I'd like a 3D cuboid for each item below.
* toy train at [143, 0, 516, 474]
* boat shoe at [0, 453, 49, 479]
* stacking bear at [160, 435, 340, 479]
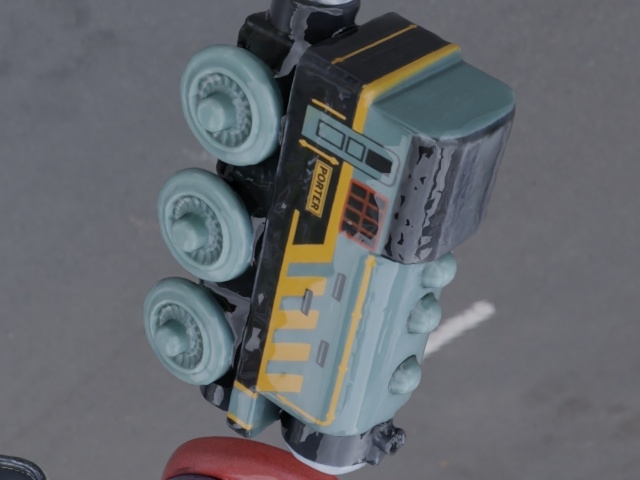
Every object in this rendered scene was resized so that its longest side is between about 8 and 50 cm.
[{"bbox_3d":[0.000,0.000,0.895,0.142,0.190,0.334,-28,141,-45],"label":"toy train"},{"bbox_3d":[-0.345,0.216,1.136,0.254,0.095,0.079,-3,157,-15],"label":"boat shoe"},{"bbox_3d":[-0.117,0.288,0.988,0.164,0.289,0.175,23,134,17],"label":"stacking bear"}]
